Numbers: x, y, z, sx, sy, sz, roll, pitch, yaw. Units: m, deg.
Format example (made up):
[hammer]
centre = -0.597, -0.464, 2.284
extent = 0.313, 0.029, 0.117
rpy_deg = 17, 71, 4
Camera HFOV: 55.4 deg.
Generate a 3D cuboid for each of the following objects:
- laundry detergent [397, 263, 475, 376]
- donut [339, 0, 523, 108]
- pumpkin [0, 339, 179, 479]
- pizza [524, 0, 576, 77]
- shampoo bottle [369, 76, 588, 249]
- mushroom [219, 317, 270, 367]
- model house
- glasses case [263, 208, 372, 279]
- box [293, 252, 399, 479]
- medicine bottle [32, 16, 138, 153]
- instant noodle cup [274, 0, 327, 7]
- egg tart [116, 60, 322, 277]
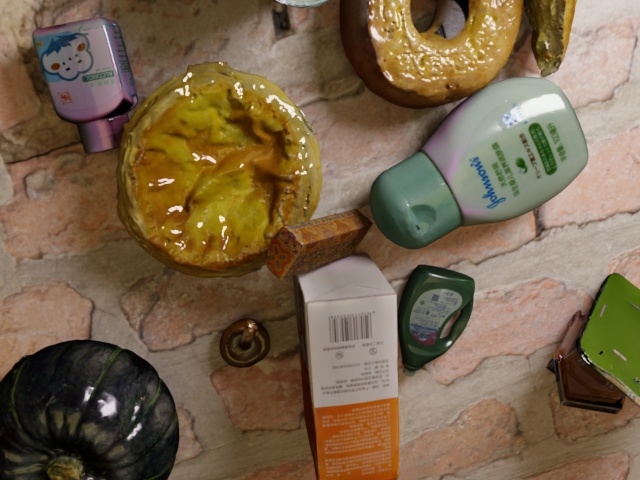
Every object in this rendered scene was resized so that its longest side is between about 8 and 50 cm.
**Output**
[laundry detergent]
centre = 0.204, 0.156, 1.125
extent = 0.137, 0.063, 0.211
rpy_deg = 10, 105, -16
[donut]
centre = 0.167, -0.362, 0.930
extent = 0.299, 0.150, 0.317
rpy_deg = -37, 106, 7
[pumpkin]
centre = -0.395, 0.323, 1.012
extent = 0.323, 0.241, 0.323
rpy_deg = 0, 103, 0
[pizza]
centre = 0.336, -0.423, 0.876
extent = 0.075, 0.287, 0.280
rpy_deg = 10, 81, 25
[shampoo bottle]
centre = 0.245, -0.113, 1.007
extent = 0.349, 0.151, 0.222
rpy_deg = -29, 112, 3
[mushroom]
centre = -0.127, 0.172, 1.082
extent = 0.088, 0.073, 0.129
rpy_deg = 30, 135, 1
[model house]
centre = 0.526, 0.220, 1.085
extent = 0.207, 0.294, 0.154
rpy_deg = 41, 131, 12
[glasses case]
centre = 0.000, 0.000, 0.982
extent = 0.049, 0.218, 0.075
rpy_deg = 44, 119, 18
[box]
centre = 0.040, 0.216, 1.039
extent = 0.143, 0.225, 0.341
rpy_deg = -4, 106, -6
[medicine bottle]
centre = -0.347, -0.234, 0.935
extent = 0.119, 0.094, 0.188
rpy_deg = -12, 106, -1
[instant noodle cup]
centre = -0.044, -0.410, 0.823
extent = 0.207, 0.233, 0.207
rpy_deg = -5, 124, -8
[egg tart]
centre = -0.161, -0.105, 0.973
extent = 0.341, 0.132, 0.341
rpy_deg = -2, 108, -7
